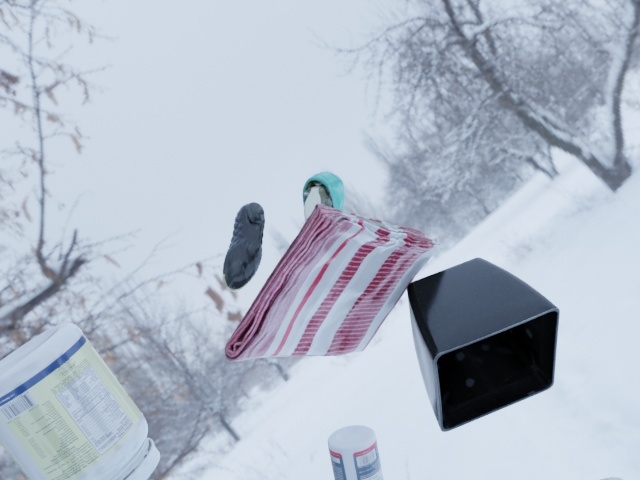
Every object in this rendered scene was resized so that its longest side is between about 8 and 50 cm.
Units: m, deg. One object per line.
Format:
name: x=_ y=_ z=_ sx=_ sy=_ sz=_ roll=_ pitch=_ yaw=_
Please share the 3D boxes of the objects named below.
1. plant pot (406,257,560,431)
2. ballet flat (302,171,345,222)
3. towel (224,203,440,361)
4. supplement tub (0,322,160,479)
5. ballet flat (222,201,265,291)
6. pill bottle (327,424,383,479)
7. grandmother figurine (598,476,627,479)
plant pot: x=0.222 y=0.137 z=1.092 sx=0.187 sy=0.167 sz=0.188 roll=-21 pitch=-46 yaw=-8
ballet flat: x=0.000 y=0.000 z=1.294 sx=0.083 sy=0.247 sz=0.087 roll=-7 pitch=-8 yaw=38
towel: x=0.033 y=0.075 z=1.042 sx=0.329 sy=0.037 sz=0.237 roll=11 pitch=-63 yaw=-55
supplement tub: x=-0.483 y=0.348 z=1.415 sx=0.235 sy=0.325 sz=0.235 roll=-31 pitch=12 yaw=7
ballet flat: x=-0.124 y=0.013 z=1.202 sx=0.049 sy=0.057 sz=0.173 roll=-47 pitch=25 yaw=49
pill bottle: x=0.082 y=0.511 z=1.620 sx=0.108 sy=0.180 sz=0.108 roll=-9 pitch=12 yaw=2
grandmother figurine: x=0.257 y=0.412 z=0.928 sx=0.342 sy=0.208 sz=0.104 roll=-33 pitch=-18 yaw=6
